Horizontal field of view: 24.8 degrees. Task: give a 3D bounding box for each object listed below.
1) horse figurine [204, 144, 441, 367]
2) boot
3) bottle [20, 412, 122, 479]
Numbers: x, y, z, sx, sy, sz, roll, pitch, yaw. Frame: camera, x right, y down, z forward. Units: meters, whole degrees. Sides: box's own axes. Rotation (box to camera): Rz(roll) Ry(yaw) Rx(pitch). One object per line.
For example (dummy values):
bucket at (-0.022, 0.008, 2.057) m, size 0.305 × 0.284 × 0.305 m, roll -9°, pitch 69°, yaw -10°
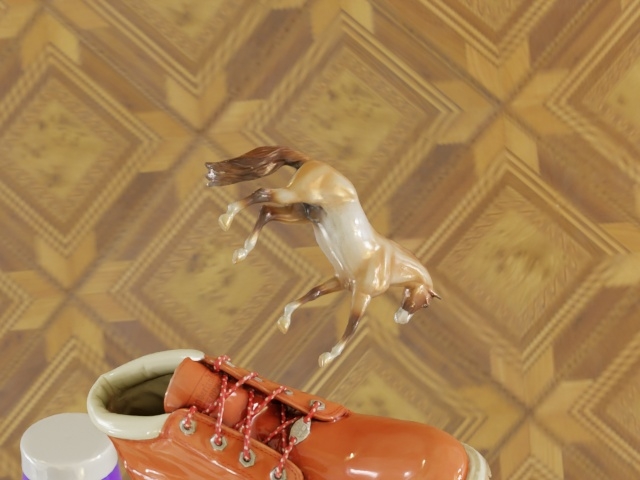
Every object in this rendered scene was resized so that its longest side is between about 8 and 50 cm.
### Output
horse figurine at (0.000, 0.000, 1.466) m, size 0.174 × 0.066 × 0.263 m, roll -39°, pitch 96°, yaw -26°
boot at (-0.017, 0.077, 0.537) m, size 0.158 × 0.059 × 0.084 m, roll -4°, pitch 132°, yaw 35°
bottle at (-0.175, 0.262, 1.073) m, size 0.118 × 0.092 × 0.282 m, roll 19°, pitch 122°, yaw 34°
